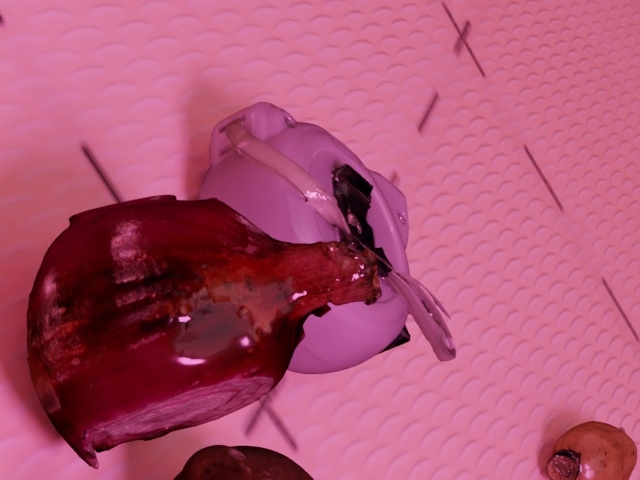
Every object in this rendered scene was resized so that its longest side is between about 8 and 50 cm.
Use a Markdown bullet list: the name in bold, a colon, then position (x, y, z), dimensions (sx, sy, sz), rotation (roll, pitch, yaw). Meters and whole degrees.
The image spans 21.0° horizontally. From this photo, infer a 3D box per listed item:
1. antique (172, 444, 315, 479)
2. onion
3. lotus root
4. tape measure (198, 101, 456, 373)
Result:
- **antique**: position (-0.005, 0.227, 0.997), dimensions (0.257, 0.121, 0.143), rotation (47, 22, -20)
- **onion**: position (-0.069, 0.027, 0.954), dimensions (0.135, 0.198, 0.173), rotation (63, 8, 8)
- **lotus root**: position (0.249, 0.197, 1.549), dimensions (0.072, 0.063, 0.152), rotation (60, 29, 10)
- **tape measure**: position (0.002, 0.004, 1.203), dimensions (0.196, 0.105, 0.178), rotation (32, 42, -50)
